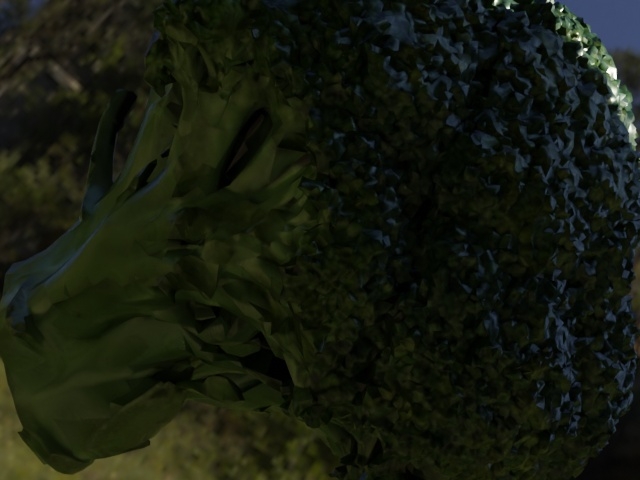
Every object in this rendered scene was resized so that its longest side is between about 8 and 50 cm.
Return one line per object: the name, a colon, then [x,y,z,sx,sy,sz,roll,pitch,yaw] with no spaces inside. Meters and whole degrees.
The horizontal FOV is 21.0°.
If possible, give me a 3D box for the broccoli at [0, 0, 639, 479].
broccoli: [0.000,0.000,0.622,0.242,0.269,0.261,-18,-76,13]
